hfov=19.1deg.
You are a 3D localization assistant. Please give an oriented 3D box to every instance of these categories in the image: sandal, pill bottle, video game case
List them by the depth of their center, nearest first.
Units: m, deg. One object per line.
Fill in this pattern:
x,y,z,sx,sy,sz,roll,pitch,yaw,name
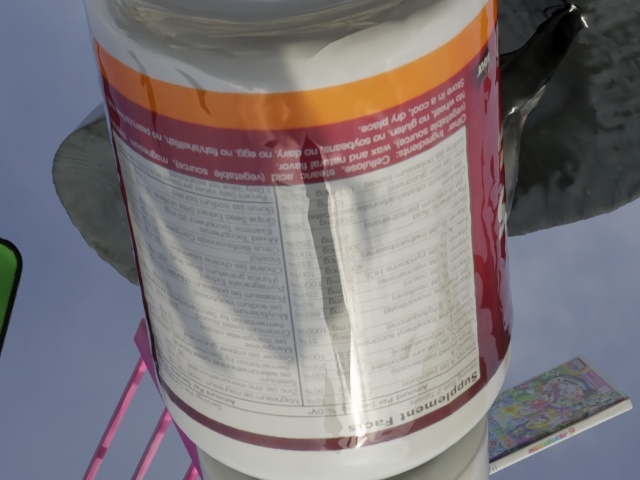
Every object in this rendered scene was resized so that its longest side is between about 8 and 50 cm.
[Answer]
0.000,0.000,0.607,0.121,0.221,0.121,-4,-143,3,pill bottle
0.016,-0.035,0.918,0.167,0.445,0.107,48,-130,-17,sandal
0.148,0.123,1.344,0.122,0.011,0.087,-24,-157,-7,video game case

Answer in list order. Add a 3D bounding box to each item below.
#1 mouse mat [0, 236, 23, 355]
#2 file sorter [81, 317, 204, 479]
-0.252,0.042,0.976,0.189,0.007,0.153,23,-112,-27,mouse mat
-0.027,0.217,1.285,0.202,0.182,0.291,15,-159,-28,file sorter
